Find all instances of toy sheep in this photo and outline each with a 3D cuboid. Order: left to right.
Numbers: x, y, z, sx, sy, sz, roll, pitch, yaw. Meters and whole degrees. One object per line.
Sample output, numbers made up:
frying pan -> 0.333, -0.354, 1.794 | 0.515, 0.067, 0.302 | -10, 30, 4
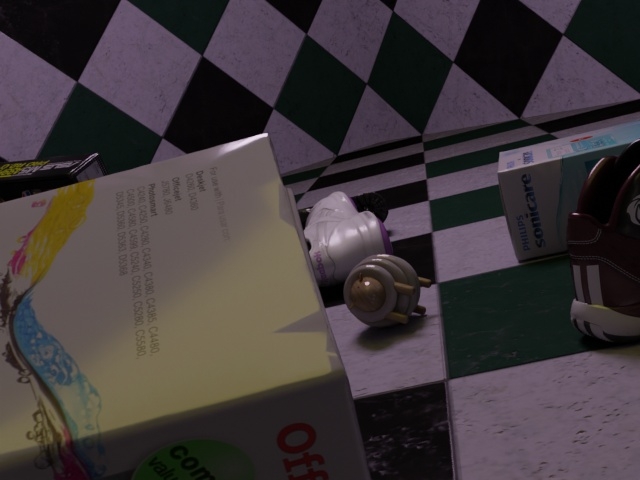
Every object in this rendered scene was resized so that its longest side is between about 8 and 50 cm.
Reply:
toy sheep -> 0.073, 0.056, 0.985 | 0.091, 0.091, 0.132 | -10, -3, 24

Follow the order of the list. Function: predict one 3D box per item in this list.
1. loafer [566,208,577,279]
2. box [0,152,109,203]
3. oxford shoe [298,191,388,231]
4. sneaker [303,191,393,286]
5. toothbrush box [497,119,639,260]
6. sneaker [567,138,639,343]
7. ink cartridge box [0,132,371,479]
loafer -> 0.341, -0.011, 0.968 | 0.078, 0.080, 0.220 | -2, 18, 41
box -> -0.334, 0.021, 1.165 | 0.216, 0.270, 0.060 | -1, 32, 30
oxford shoe -> 0.015, -0.019, 1.578 | 0.227, 0.083, 0.096 | -13, -10, 8
sneaker -> 0.000, 0.000, 1.316 | 0.152, 0.114, 0.305 | -17, 9, -10
toothbrush box -> 0.393, -0.081, 1.171 | 0.295, 0.126, 0.216 | -13, 9, 16
sneaker -> 0.341, -0.024, 0.795 | 0.281, 0.162, 0.106 | -19, 10, -22
ink cartridge box -> -0.119, 0.101, 0.466 | 0.270, 0.198, 0.197 | -15, 38, -3
